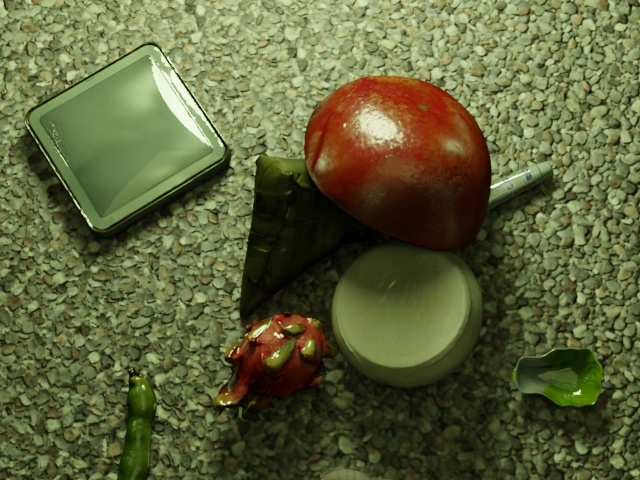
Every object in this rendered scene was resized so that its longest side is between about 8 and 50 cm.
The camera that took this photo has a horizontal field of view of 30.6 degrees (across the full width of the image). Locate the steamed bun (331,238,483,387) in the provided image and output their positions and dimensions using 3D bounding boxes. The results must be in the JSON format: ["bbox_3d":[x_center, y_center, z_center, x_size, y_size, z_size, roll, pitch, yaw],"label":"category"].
[{"bbox_3d":[0.136,0.114,1.783,0.231,0.145,0.232,-5,71,15],"label":"steamed bun"}]

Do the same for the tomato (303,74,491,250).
[{"bbox_3d":[0.137,-0.147,1.782,0.338,0.144,0.338,18,36,-13],"label":"tomato"}]

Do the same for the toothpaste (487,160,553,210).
[{"bbox_3d":[0.277,-0.074,1.906,0.218,0.033,0.052,-25,71,-4],"label":"toothpaste"}]

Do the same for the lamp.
[{"bbox_3d":[-0.322,-0.170,1.954,0.269,0.047,0.266,-32,72,-9],"label":"lamp"}]

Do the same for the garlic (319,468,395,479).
[{"bbox_3d":[0.034,0.441,1.657,0.256,0.207,0.207,-7,65,-40],"label":"garlic"}]

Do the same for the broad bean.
[{"bbox_3d":[-0.283,0.321,1.777,0.052,0.052,0.256,-13,64,38],"label":"broad bean"}]

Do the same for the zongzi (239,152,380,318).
[{"bbox_3d":[0.000,0.000,1.862,0.250,0.275,0.125,-1,24,-27],"label":"zongzi"}]

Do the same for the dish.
[{"bbox_3d":[0.361,0.211,1.797,0.137,0.039,0.091,2,76,4],"label":"dish"}]

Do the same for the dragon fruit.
[{"bbox_3d":[-0.079,0.192,1.776,0.207,0.150,0.133,-38,105,-6],"label":"dragon fruit"}]
